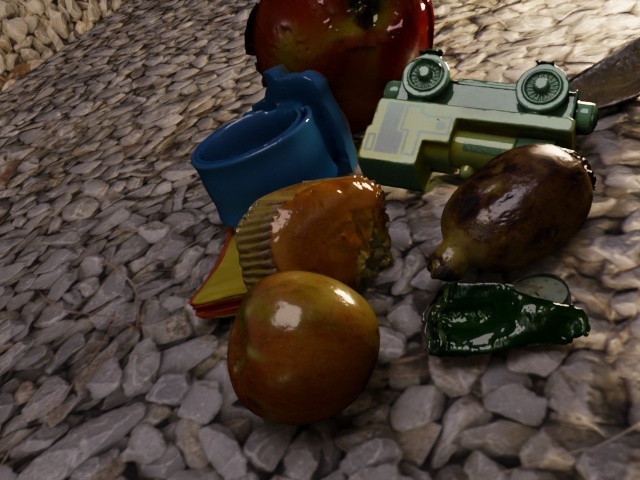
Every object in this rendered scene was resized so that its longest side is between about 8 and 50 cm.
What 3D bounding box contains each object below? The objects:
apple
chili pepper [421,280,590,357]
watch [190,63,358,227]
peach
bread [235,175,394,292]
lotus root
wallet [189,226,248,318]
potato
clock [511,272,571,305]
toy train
[{"bbox_3d":[-0.020,0.132,0.876,0.196,0.196,0.196,-14,34,10],"label":"apple"},{"bbox_3d":[0.227,0.109,0.890,0.216,0.062,0.108,-1,57,25],"label":"chili pepper"},{"bbox_3d":[-0.117,-0.156,1.277,0.305,0.241,0.274,-1,36,43],"label":"watch"},{"bbox_3d":[0.033,-0.393,1.412,0.339,0.353,0.416,-9,1,-17],"label":"peach"},{"bbox_3d":[0.000,0.000,1.044,0.250,0.179,0.133,-23,9,-39],"label":"bread"},{"bbox_3d":[0.275,-0.043,0.999,0.314,0.141,0.169,-36,32,-19],"label":"lotus root"},{"bbox_3d":[-0.119,0.042,1.174,0.141,0.067,0.241,-12,30,22],"label":"wallet"},{"bbox_3d":[0.529,-0.286,1.274,0.261,0.100,0.120,-32,-6,9],"label":"potato"},{"bbox_3d":[0.291,0.075,0.937,0.085,0.017,0.085,-14,35,10],"label":"clock"},{"bbox_3d":[0.268,-0.185,1.188,0.369,0.150,0.237,11,73,24],"label":"toy train"}]
